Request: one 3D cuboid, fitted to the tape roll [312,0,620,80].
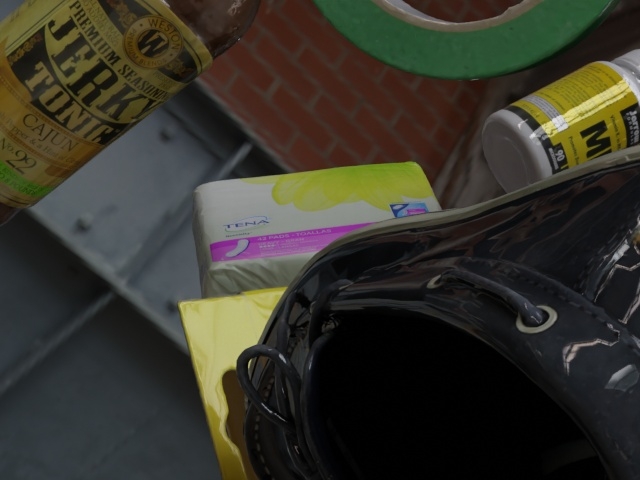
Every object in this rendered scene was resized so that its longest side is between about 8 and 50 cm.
[{"bbox_3d":[0.128,-0.301,1.224,0.321,0.321,0.077,23,13,14],"label":"tape roll"}]

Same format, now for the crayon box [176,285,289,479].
[{"bbox_3d":[0.041,0.130,1.059,0.318,0.202,0.081,-4,-21,-34],"label":"crayon box"}]

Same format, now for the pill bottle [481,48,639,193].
[{"bbox_3d":[0.299,-0.132,1.605,0.119,0.208,0.119,53,-19,27],"label":"pill bottle"}]

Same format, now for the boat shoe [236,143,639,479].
[{"bbox_3d":[0.053,0.087,0.703,0.187,0.156,0.500,55,-27,-3],"label":"boat shoe"}]

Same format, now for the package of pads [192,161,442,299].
[{"bbox_3d":[0.000,0.000,1.660,0.296,0.229,0.101,-6,-62,-6],"label":"package of pads"}]

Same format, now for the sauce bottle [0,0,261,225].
[{"bbox_3d":[-0.123,-0.142,0.908,0.344,0.111,0.111,-37,-66,18],"label":"sauce bottle"}]
